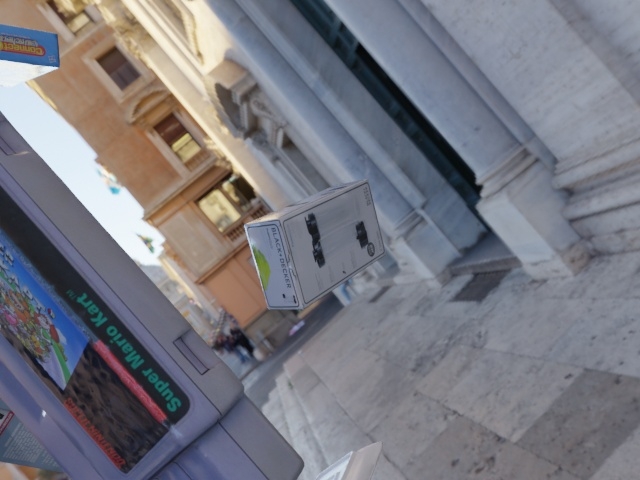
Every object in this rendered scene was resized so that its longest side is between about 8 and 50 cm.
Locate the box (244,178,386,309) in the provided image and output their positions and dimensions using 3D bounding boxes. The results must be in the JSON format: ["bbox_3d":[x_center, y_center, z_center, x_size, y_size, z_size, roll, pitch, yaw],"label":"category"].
[{"bbox_3d":[0.000,0.000,1.180,0.087,0.169,0.290,-5,16,38],"label":"box"}]

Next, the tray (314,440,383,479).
[{"bbox_3d":[-0.007,0.374,0.801,0.145,0.030,0.270,-48,1,34],"label":"tray"}]

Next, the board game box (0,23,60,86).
[{"bbox_3d":[-0.853,-0.456,1.521,0.302,0.086,0.308,1,5,43],"label":"board game box"}]

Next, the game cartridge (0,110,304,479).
[{"bbox_3d":[-0.189,0.065,0.428,0.068,0.355,0.230,-39,-6,-40],"label":"game cartridge"}]

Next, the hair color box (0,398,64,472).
[{"bbox_3d":[-0.421,0.294,1.070,0.113,0.374,0.185,-55,38,6],"label":"hair color box"}]
